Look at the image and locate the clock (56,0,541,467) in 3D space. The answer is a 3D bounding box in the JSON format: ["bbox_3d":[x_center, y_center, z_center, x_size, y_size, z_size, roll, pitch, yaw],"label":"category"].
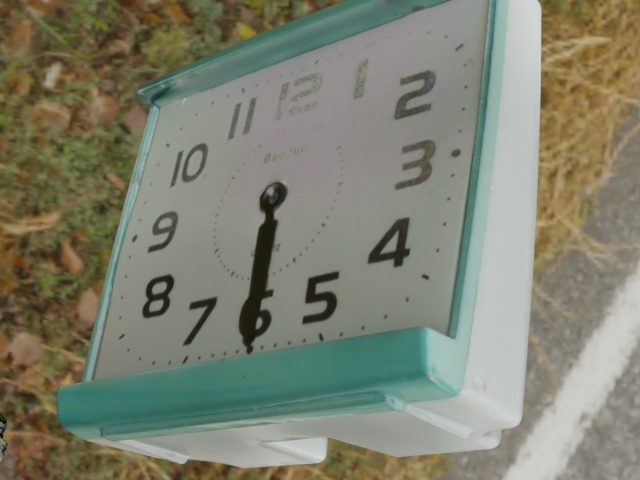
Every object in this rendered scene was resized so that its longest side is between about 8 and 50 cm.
[{"bbox_3d":[0.000,0.000,0.656,0.116,0.262,0.231,32,57,-40],"label":"clock"}]

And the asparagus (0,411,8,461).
[{"bbox_3d":[-0.213,0.075,0.627,0.022,0.233,0.023,-53,125,-23],"label":"asparagus"}]
